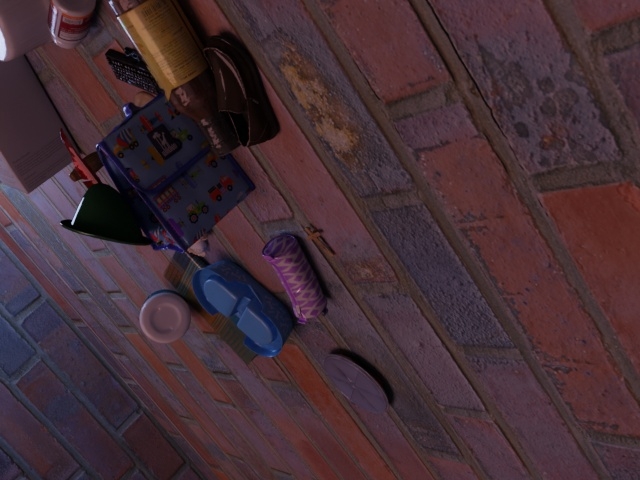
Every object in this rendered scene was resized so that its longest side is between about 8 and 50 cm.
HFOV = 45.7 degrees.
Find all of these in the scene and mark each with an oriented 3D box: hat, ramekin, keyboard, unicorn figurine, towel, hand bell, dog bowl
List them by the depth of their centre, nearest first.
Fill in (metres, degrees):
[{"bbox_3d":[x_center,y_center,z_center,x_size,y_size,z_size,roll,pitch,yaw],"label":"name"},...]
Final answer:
[{"bbox_3d":[-0.412,-0.102,1.493,0.208,0.183,0.173,12,-175,-30],"label":"hat"},{"bbox_3d":[-0.385,-0.355,1.593,0.180,0.023,0.108,25,145,30],"label":"keyboard"},{"bbox_3d":[-0.438,-0.202,1.632,0.126,0.242,0.126,31,148,22],"label":"hand bell"},{"bbox_3d":[-0.716,-0.531,1.672,0.277,0.135,0.277,32,149,22],"label":"ramekin"},{"bbox_3d":[-0.322,-0.010,1.934,0.111,0.060,0.162,30,164,23],"label":"unicorn figurine"},{"bbox_3d":[-0.195,0.168,1.947,0.297,0.074,0.166,40,138,8],"label":"dog bowl"},{"bbox_3d":[-0.289,0.181,2.150,0.370,0.040,0.271,46,150,1],"label":"towel"}]

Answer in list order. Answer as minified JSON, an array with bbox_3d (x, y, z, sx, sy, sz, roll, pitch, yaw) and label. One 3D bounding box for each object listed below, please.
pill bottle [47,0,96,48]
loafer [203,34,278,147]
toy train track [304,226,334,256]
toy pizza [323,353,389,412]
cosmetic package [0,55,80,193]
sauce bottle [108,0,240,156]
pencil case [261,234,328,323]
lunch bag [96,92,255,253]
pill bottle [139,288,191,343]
[{"bbox_3d":[-0.512,-0.459,1.555,0.086,0.086,0.152,47,151,-4],"label":"pill bottle"},{"bbox_3d":[-0.149,-0.260,1.357,0.080,0.078,0.220,8,135,47],"label":"loafer"},{"bbox_3d":[0.000,0.000,1.573,0.083,0.014,0.048,46,144,-15],"label":"toy train track"},{"bbox_3d":[0.092,0.350,1.887,0.201,0.032,0.201,32,150,21],"label":"toy pizza"},{"bbox_3d":[-0.821,-0.330,2.003,0.155,0.197,0.365,18,140,41],"label":"cosmetic package"},{"bbox_3d":[-0.251,-0.312,1.387,0.111,0.111,0.344,3,130,50],"label":"sauce bottle"},{"bbox_3d":[-0.057,0.085,1.678,0.086,0.088,0.206,8,134,44],"label":"pencil case"},{"bbox_3d":[-0.311,-0.157,1.550,0.138,0.221,0.293,3,131,50],"label":"lunch bag"},{"bbox_3d":[-0.464,0.221,2.273,0.146,0.146,0.264,49,172,-8],"label":"pill bottle"}]
